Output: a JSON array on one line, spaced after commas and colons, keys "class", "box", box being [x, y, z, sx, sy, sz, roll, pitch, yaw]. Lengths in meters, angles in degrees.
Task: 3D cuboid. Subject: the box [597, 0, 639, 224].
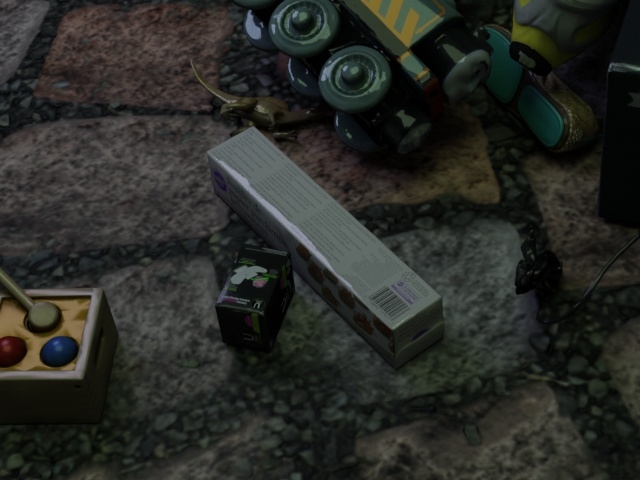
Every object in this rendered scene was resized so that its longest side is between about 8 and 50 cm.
[{"class": "box", "box": [0.471, -0.202, 1.349, 0.293, 0.212, 0.395, 12, 50, 18]}]

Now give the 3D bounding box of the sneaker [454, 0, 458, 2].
[{"class": "sneaker", "box": [0.104, -0.252, 1.545, 0.228, 0.086, 0.132, -20, 52, 3]}]

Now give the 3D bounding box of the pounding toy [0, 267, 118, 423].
[{"class": "pounding toy", "box": [-0.272, 0.089, 1.263, 0.130, 0.100, 0.141, -1, 48, 6]}]

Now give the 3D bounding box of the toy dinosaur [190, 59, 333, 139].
[{"class": "toy dinosaur", "box": [-0.080, -0.145, 1.497, 0.183, 0.053, 0.092, 17, 37, 12]}]

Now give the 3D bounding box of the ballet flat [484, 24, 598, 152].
[{"class": "ballet flat", "box": [0.239, -0.166, 1.460, 0.067, 0.073, 0.206, -1, 44, -30]}]

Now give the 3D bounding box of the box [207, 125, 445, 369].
[{"class": "box", "box": [0.000, 0.000, 1.331, 0.067, 0.063, 0.324, -31, 51, -21]}]

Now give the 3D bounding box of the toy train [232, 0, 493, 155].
[{"class": "toy train", "box": [0.035, -0.244, 1.437, 0.190, 0.142, 0.334, -39, 66, -5]}]

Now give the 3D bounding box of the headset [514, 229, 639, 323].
[{"class": "headset", "box": [0.372, 0.023, 1.177, 0.394, 0.185, 0.243, -4, 89, 14]}]

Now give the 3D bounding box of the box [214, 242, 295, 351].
[{"class": "box", "box": [-0.063, 0.056, 1.289, 0.052, 0.062, 0.083, 10, 49, 15]}]

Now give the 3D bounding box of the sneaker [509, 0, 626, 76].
[{"class": "sneaker", "box": [0.282, -0.299, 1.485, 0.145, 0.147, 0.384, 35, 30, 7]}]
